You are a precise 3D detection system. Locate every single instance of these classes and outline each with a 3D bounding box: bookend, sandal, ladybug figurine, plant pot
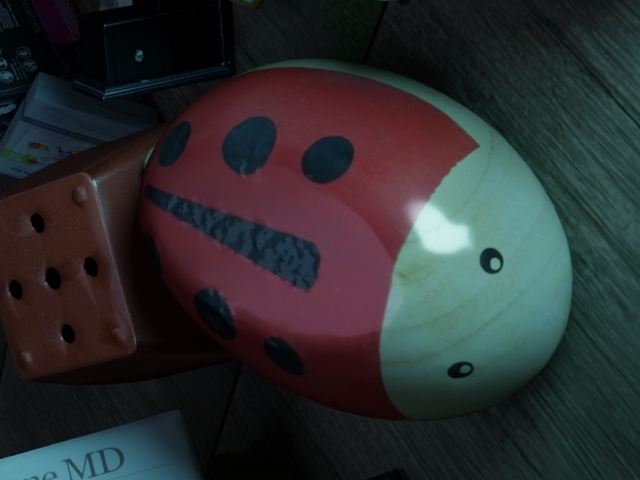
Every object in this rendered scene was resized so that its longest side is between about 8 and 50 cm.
[{"bbox_3d":[-0.175,-0.236,1.802,0.072,0.156,0.157,25,123,52],"label":"bookend"},{"bbox_3d":[-0.045,0.300,1.901,0.240,0.088,0.079,16,111,49],"label":"sandal"},{"bbox_3d":[0.000,0.000,1.529,0.449,0.162,0.305,19,106,35],"label":"ladybug figurine"},{"bbox_3d":[-0.191,0.018,1.793,0.267,0.236,0.267,-15,90,40],"label":"plant pot"}]

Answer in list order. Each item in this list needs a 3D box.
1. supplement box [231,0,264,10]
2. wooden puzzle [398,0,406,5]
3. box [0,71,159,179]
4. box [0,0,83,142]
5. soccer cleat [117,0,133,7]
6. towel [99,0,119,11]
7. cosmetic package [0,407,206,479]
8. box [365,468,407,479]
[{"bbox_3d":[-0.122,-0.286,1.625,0.080,0.233,0.078,-44,62,18],"label":"supplement box"},{"bbox_3d":[0.083,-0.240,1.535,0.083,0.006,0.049,-28,80,58],"label":"wooden puzzle"},{"bbox_3d":[-0.286,-0.116,2.047,0.186,0.145,0.038,136,146,-56],"label":"box"},{"bbox_3d":[-0.393,-0.245,2.134,0.247,0.163,0.142,62,146,20],"label":"box"},{"bbox_3d":[-0.195,-0.305,1.893,0.076,0.068,0.196,45,141,43],"label":"soccer cleat"},{"bbox_3d":[-0.231,-0.258,2.022,0.083,0.009,0.060,44,137,40],"label":"towel"},{"bbox_3d":[-0.241,0.449,1.897,0.327,0.329,0.393,86,167,-65],"label":"cosmetic package"},{"bbox_3d":[0.047,0.367,1.662,0.270,0.216,0.060,57,145,25],"label":"box"}]
